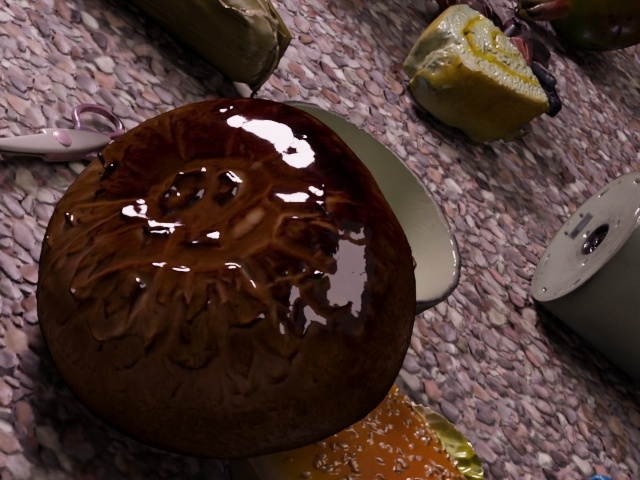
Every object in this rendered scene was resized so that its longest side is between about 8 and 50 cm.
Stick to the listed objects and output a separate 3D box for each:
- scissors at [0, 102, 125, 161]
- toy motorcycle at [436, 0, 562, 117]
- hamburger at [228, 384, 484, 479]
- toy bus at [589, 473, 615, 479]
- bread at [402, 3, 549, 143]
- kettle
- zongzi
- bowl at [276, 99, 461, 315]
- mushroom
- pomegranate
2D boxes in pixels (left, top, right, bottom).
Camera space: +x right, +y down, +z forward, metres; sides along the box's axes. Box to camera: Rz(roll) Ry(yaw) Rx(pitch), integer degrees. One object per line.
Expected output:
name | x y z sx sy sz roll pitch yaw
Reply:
scissors | -0.201 -0.074 1.301 0.176 0.022 0.085 -7 58 -56
toy motorcycle | 0.192 -0.223 1.871 0.118 0.084 0.212 23 26 -53
hamburger | 0.029 0.172 1.183 0.173 0.116 0.210 5 44 -46
toy bus | 0.271 0.269 1.360 0.185 0.106 0.090 25 33 -29
bread | 0.153 -0.167 1.757 0.156 0.103 0.110 50 35 14
kettle | 0.351 0.063 1.671 0.255 0.165 0.240 37 3 -13
zongzi | -0.138 -0.219 1.486 0.204 0.094 0.205 -2 54 -46
bowl | 0.000 0.000 1.361 0.211 0.112 0.211 31 32 -22
mushroom | -0.057 0.018 1.137 0.278 0.163 0.297 -19 46 -22
pomegranate | 0.340 -0.321 2.120 0.210 0.180 0.180 -11 55 -20
